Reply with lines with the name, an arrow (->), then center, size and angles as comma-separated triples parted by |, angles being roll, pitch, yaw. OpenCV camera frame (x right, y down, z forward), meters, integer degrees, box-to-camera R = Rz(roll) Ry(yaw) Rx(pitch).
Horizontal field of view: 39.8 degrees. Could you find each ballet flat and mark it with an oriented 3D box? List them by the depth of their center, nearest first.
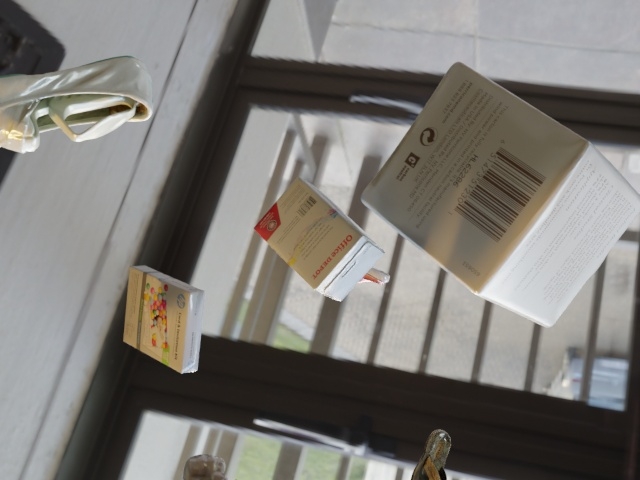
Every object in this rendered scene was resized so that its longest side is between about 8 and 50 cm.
ballet flat -> -0.476, -0.225, 1.542 | 0.400, 0.139, 0.139 | -18, 165, -24

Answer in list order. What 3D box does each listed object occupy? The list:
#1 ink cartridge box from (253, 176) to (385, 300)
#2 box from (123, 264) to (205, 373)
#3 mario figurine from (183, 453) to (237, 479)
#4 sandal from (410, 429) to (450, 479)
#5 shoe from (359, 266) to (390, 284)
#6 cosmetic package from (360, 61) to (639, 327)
ink cartridge box -> 0.000, 0.000, 1.577 | 0.176, 0.128, 0.127 | 45, -174, 27
box -> -0.277, 0.135, 1.552 | 0.038, 0.145, 0.186 | -4, -164, -45
mario figurine -> -0.175, 0.382, 1.069 | 0.320, 0.198, 0.170 | -33, 166, 9
sandal -> 0.214, 0.436, 1.653 | 0.049, 0.180, 0.072 | -7, 134, 42
shoe -> 0.062, 0.080, 1.905 | 0.178, 0.081, 0.063 | 22, -178, 28
cosmetic package -> 0.361, -0.076, 1.721 | 0.327, 0.329, 0.393 | 41, -170, 35
